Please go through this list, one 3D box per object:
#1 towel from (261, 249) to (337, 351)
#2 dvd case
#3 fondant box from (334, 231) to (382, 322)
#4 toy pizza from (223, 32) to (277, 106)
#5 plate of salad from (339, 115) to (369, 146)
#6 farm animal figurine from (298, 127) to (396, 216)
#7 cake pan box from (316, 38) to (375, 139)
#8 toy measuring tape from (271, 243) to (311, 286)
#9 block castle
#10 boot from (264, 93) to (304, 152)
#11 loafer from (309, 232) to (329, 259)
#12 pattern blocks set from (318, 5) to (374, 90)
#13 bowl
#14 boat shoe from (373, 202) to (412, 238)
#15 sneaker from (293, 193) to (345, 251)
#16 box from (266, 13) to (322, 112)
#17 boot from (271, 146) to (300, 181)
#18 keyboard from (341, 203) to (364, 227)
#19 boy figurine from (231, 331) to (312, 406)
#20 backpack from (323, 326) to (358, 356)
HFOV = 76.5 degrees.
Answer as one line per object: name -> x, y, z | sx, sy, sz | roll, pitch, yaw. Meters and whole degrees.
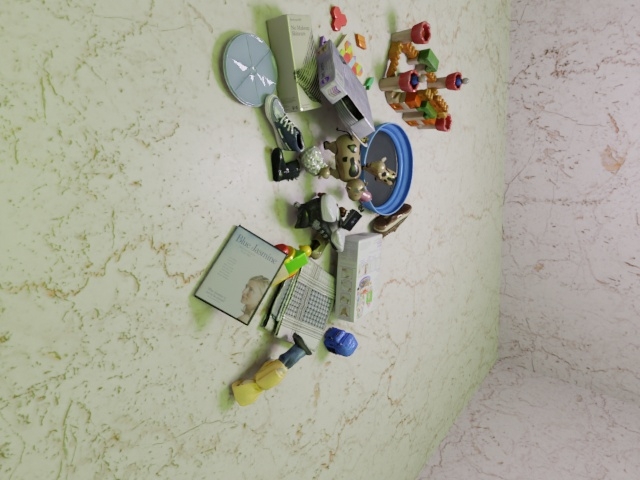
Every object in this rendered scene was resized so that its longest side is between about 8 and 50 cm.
towel -> -0.051, 0.234, 1.509 | 0.324, 0.056, 0.312 | 38, 70, -45
dvd case -> -0.232, 0.102, 1.222 | 0.180, 0.022, 0.253 | 32, 70, -9
fondant box -> 0.159, 0.143, 1.671 | 0.238, 0.096, 0.330 | -12, 107, -59
toy pizza -> -0.207, -0.497, 1.191 | 0.201, 0.032, 0.201 | -16, 111, -47
plate of salad -> 0.124, -0.434, 1.495 | 0.200, 0.048, 0.200 | 47, 23, -26
farm animal figurine -> 0.123, -0.240, 1.450 | 0.330, 0.172, 0.326 | -34, 122, -18
cake pan box -> 0.086, -0.504, 1.366 | 0.246, 0.070, 0.267 | 37, 36, -41
toy measuring tape -> -0.178, 0.099, 1.326 | 0.330, 0.121, 0.121 | -30, 122, -16
block castle -> 0.475, -0.697, 1.795 | 0.453, 0.213, 0.303 | 21, 82, -49
boot -> -0.106, -0.365, 1.272 | 0.069, 0.086, 0.190 | -52, 141, -30
loafer -> 0.000, 0.000, 1.516 | 0.050, 0.056, 0.148 | 41, 67, -52
pattern blocks set -> 0.105, -0.660, 1.519 | 0.325, 0.026, 0.285 | 30, 76, -48
bowl -> 0.273, -0.305, 1.750 | 0.391, 0.077, 0.391 | -13, 108, -46
boat shoe -> 0.327, -0.087, 1.861 | 0.257, 0.095, 0.095 | -31, 134, -34
sneaker -> -0.004, -0.056, 1.435 | 0.268, 0.153, 0.101 | 68, 26, -48
box -> -0.079, -0.551, 1.278 | 0.113, 0.094, 0.275 | -30, 120, -41
boot -> -0.112, -0.251, 1.343 | 0.099, 0.045, 0.121 | -20, 120, -43
keyboard -> 0.120, -0.086, 1.479 | 0.108, 0.023, 0.180 | -52, 169, 6
boy figurine -> -0.166, 0.431, 1.356 | 0.285, 0.177, 0.092 | -35, 98, -13
backpack -> 0.083, 0.414, 1.651 | 0.098, 0.120, 0.101 | -50, 132, -29
